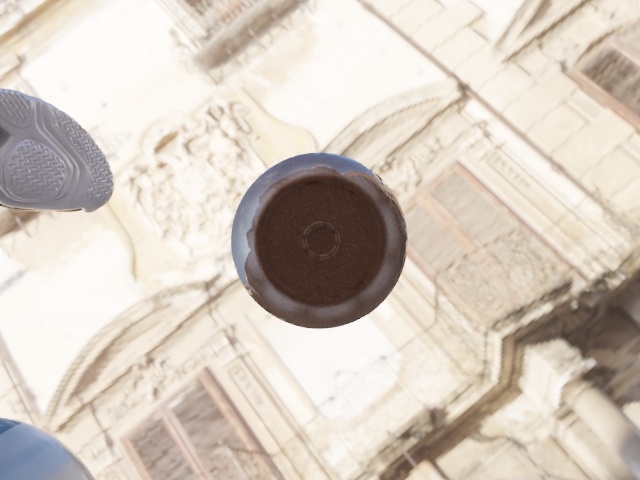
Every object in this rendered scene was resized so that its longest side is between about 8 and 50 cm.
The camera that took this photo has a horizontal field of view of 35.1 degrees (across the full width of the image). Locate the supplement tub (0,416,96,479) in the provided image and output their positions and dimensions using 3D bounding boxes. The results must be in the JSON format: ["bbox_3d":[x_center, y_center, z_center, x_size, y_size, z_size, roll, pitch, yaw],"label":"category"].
[{"bbox_3d":[-0.300,0.267,0.686,0.207,0.207,0.338,-56,-9,19],"label":"supplement tub"}]

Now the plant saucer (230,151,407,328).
[{"bbox_3d":[0.000,0.000,1.118,0.199,0.198,0.036,-38,1,-3],"label":"plant saucer"}]

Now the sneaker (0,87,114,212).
[{"bbox_3d":[-0.321,-0.061,0.858,0.269,0.101,0.153,15,-33,-38],"label":"sneaker"}]
